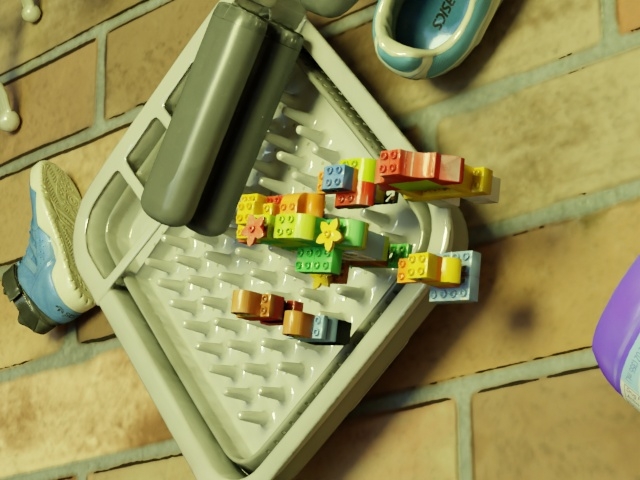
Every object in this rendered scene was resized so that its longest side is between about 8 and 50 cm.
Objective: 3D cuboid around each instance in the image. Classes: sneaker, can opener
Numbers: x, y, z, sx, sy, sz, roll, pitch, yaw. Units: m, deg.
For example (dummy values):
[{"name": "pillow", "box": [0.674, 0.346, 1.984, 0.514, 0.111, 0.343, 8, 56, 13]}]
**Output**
[{"name": "sneaker", "box": [-0.246, 0.009, 1.350, 0.084, 0.058, 0.152, -31, 63, 24]}, {"name": "sneaker", "box": [0.104, -0.218, 1.044, 0.085, 0.086, 0.237, 24, 101, 10]}, {"name": "can opener", "box": [-0.040, -0.132, 1.078, 0.093, 0.074, 0.280, 34, 101, 43]}]

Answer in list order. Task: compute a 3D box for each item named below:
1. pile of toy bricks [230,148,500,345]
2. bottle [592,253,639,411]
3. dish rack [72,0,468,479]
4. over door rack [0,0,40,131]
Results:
[{"name": "pile of toy bricks", "box": [0.000, 0.000, 0.977, 0.212, 0.105, 0.118, -5, 74, 43]}, {"name": "bottle", "box": [0.266, 0.097, 0.787, 0.283, 0.092, 0.118, 43, 107, 43]}, {"name": "dish rack", "box": [-0.038, -0.001, 1.138, 0.285, 0.072, 0.333, -52, 47, 19]}, {"name": "over door rack", "box": [-0.414, -0.100, 1.497, 0.239, 0.108, 0.324, 0, 57, 44]}]
